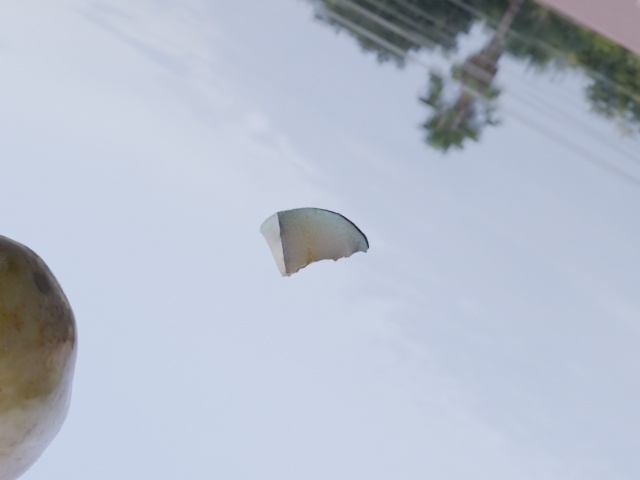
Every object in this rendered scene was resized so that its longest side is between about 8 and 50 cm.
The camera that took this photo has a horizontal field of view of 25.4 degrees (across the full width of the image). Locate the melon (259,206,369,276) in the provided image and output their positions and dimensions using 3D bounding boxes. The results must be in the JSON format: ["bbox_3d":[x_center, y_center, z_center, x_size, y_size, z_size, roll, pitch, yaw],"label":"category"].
[{"bbox_3d":[-0.004,-0.007,2.239,0.182,0.054,0.098,-15,-101,-40],"label":"melon"}]

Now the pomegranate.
[{"bbox_3d":[-0.429,0.129,1.639,0.338,0.338,0.338,27,-165,-8],"label":"pomegranate"}]
